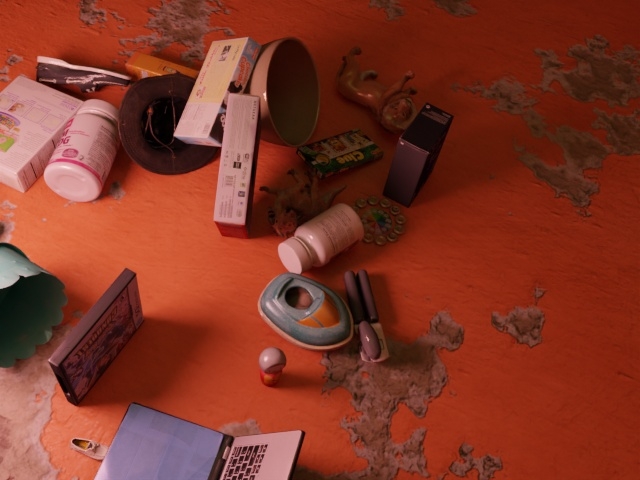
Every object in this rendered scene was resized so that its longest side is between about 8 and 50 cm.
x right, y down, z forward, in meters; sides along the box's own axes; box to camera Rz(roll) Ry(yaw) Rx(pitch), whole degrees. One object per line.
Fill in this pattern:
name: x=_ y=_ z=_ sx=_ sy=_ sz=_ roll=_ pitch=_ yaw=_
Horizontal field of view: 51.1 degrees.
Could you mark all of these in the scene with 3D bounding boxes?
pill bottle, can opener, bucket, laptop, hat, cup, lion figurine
pill bottle: x=-0.681 y=-0.267 z=1.957 sx=0.160 sy=0.160 sz=0.283 roll=10 pitch=55 yaw=-1
can opener: x=0.124 y=0.192 z=1.796 sx=0.075 sy=0.095 sz=0.284 roll=-4 pitch=57 yaw=-12
bucket: x=-0.772 y=0.148 z=1.603 sx=0.183 sy=0.281 sz=0.281 roll=31 pitch=57 yaw=19
pill bottle: x=0.000 y=0.000 z=1.882 sx=0.229 sy=0.131 sz=0.131 roll=-32 pitch=66 yaw=-29
laptop: x=-0.293 y=0.547 z=1.415 sx=0.236 sy=0.407 sz=0.382 roll=39 pitch=51 yaw=-27
hat: x=-0.473 y=-0.349 z=2.048 sx=0.331 sy=0.134 sz=0.332 roll=-3 pitch=96 yaw=-34
cup: x=-0.179 y=-0.455 z=2.094 sx=0.236 sy=0.331 sz=0.331 roll=3 pitch=51 yaw=27
lion figurine: x=0.176 y=-0.501 z=2.272 sx=0.392 sy=0.142 sz=0.240 roll=26 pitch=63 yaw=27

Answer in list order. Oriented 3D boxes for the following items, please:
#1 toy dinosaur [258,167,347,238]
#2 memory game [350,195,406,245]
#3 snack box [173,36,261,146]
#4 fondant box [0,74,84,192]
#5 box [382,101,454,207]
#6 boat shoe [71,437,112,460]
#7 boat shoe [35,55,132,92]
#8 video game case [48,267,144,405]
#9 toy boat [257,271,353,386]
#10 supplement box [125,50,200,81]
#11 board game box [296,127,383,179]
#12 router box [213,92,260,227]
toy dinosaur: x=-0.054 y=-0.095 z=1.960 sx=0.295 sy=0.127 sz=0.200 roll=-4 pitch=66 yaw=-30
memory game: x=0.169 y=-0.062 z=2.026 sx=0.186 sy=0.012 sz=0.186 roll=4 pitch=56 yaw=-6
snack box: x=-0.302 y=-0.435 z=1.958 sx=0.187 sy=0.060 sz=0.322 roll=13 pitch=79 yaw=46
fondant box: x=-0.895 y=-0.326 z=2.007 sx=0.238 sy=0.096 sz=0.330 roll=23 pitch=55 yaw=8
box: x=0.291 y=-0.254 z=2.022 sx=0.103 sy=0.261 sz=0.184 roll=31 pitch=58 yaw=13
boat shoe: x=-0.529 y=0.479 z=1.545 sx=0.100 sy=0.035 sz=0.035 roll=19 pitch=55 yaw=5
boat shoe: x=-0.765 y=-0.524 z=2.167 sx=0.302 sy=0.091 sz=0.114 roll=11 pitch=11 yaw=1
video game case: x=-0.519 y=0.231 z=1.585 sx=0.035 sy=0.248 sz=0.275 roll=27 pitch=57 yaw=8
toy boat: x=-0.061 y=0.226 z=1.715 sx=0.267 sy=0.148 sz=0.318 roll=27 pitch=56 yaw=10
supplement box: x=-0.521 y=-0.548 z=2.223 sx=0.233 sy=0.080 sz=0.078 roll=18 pitch=56 yaw=6
board game box: x=0.064 y=-0.277 z=2.119 sx=0.259 sy=0.030 sz=0.136 roll=-24 pitch=62 yaw=-34
router box: x=-0.219 y=-0.189 z=1.813 sx=0.082 sy=0.301 sz=0.336 roll=6 pitch=83 yaw=-4
